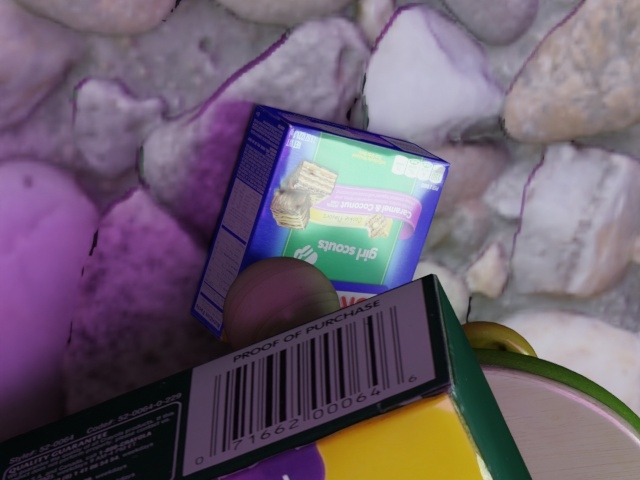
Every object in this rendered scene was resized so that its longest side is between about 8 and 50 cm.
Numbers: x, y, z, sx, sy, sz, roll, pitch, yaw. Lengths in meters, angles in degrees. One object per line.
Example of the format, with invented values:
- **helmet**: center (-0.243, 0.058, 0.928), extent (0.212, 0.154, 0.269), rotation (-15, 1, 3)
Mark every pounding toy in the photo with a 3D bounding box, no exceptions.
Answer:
- **pounding toy**: center (0.056, 0.097, 0.832), extent (0.237, 0.110, 0.183), rotation (22, 122, -1)

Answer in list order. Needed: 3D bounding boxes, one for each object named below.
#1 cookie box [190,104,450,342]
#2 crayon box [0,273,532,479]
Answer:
- **cookie box**: center (0.000, 0.000, 0.833), extent (0.092, 0.040, 0.107), rotation (12, 103, -29)
- **crayon box**: center (-0.054, 0.226, 0.769), extent (0.363, 0.106, 0.313), rotation (-22, 115, 10)
